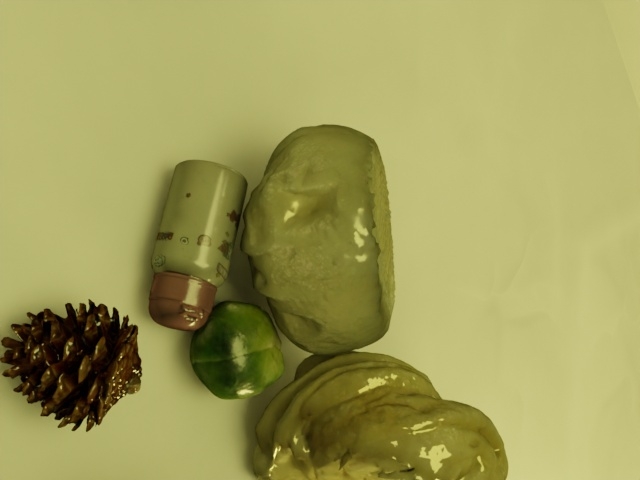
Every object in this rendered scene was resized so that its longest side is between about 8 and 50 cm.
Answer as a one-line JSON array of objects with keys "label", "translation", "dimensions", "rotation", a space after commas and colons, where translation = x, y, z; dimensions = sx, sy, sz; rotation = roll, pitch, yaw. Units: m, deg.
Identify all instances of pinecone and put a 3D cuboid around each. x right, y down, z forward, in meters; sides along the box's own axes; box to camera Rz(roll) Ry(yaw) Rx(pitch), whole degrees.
[{"label": "pinecone", "translation": [-0.300, 0.147, 0.964], "dimensions": [0.173, 0.173, 0.174], "rotation": [3, 86, -45]}]

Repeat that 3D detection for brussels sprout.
[{"label": "brussels sprout", "translation": [-0.125, 0.158, 1.160], "dimensions": [0.155, 0.117, 0.155], "rotation": [-9, 90, -73]}]

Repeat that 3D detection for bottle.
[{"label": "bottle", "translation": [-0.178, 0.011, 1.119], "dimensions": [0.110, 0.110, 0.233], "rotation": [24, 72, -42]}]

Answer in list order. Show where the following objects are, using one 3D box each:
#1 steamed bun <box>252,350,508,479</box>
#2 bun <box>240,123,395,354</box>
[{"label": "steamed bun", "translation": [0.096, 0.312, 1.240], "dimensions": [0.325, 0.372, 0.230], "rotation": [68, 29, -41]}, {"label": "bun", "translation": [0.000, 0.000, 1.201], "dimensions": [0.360, 0.211, 0.360], "rotation": [-5, 90, -79]}]
